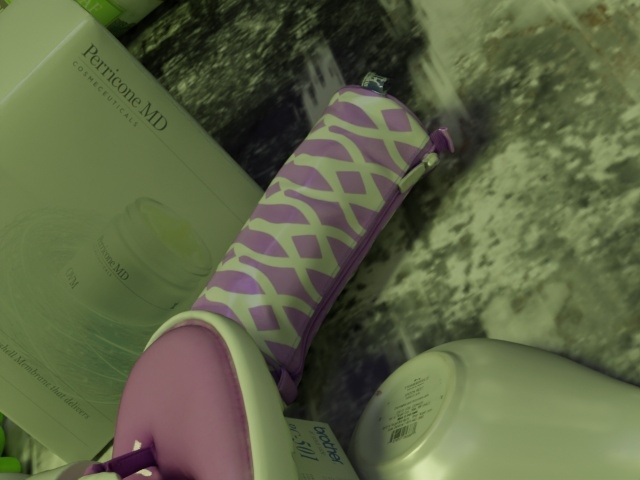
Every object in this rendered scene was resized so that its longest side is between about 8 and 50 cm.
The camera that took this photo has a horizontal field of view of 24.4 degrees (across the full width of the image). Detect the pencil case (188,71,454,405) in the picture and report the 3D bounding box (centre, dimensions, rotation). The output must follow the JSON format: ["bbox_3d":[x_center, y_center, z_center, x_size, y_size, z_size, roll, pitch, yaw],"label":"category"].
[{"bbox_3d":[0.000,0.000,0.921,0.088,0.086,0.206,24,71,26],"label":"pencil case"}]

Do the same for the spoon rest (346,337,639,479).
[{"bbox_3d":[0.110,0.089,0.720,0.276,0.084,0.137,-27,33,47],"label":"spoon rest"}]

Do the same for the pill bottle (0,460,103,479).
[{"bbox_3d":[-0.208,0.205,0.871,0.221,0.121,0.121,-21,39,29],"label":"pill bottle"}]

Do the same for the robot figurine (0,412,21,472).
[{"bbox_3d":[-0.261,0.158,1.031,0.101,0.067,0.115,-12,44,27],"label":"robot figurine"}]

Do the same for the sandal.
[{"bbox_3d":[-0.092,0.203,0.689,0.169,0.102,0.416,-37,41,41],"label":"sandal"}]

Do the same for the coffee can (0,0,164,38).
[{"bbox_3d":[-0.213,-0.291,1.361,0.275,0.201,0.201,-37,33,11],"label":"coffee can"}]

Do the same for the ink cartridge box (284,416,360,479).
[{"bbox_3d":[0.001,0.181,0.709,0.097,0.046,0.207,-68,27,20],"label":"ink cartridge box"}]

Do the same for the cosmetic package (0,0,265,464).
[{"bbox_3d":[-0.172,-0.012,0.982,0.224,0.224,0.138,-46,32,-3],"label":"cosmetic package"}]
